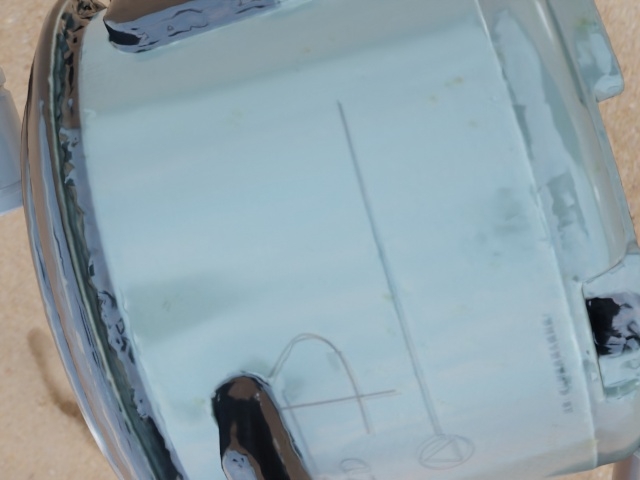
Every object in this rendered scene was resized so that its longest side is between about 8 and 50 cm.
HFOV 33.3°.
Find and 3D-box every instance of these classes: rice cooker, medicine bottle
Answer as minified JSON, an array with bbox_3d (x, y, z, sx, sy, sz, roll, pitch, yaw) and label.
[{"bbox_3d":[0.000,0.000,0.427,0.227,0.280,0.241,-16,123,6],"label":"rice cooker"},{"bbox_3d":[-0.184,-0.058,0.551,0.058,0.058,0.091,-8,108,25],"label":"medicine bottle"}]

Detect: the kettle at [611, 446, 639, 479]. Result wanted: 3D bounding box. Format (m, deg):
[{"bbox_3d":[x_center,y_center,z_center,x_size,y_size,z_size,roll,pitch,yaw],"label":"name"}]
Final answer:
[{"bbox_3d":[0.255,0.192,0.690,0.144,0.202,0.232,-5,111,12],"label":"kettle"}]
